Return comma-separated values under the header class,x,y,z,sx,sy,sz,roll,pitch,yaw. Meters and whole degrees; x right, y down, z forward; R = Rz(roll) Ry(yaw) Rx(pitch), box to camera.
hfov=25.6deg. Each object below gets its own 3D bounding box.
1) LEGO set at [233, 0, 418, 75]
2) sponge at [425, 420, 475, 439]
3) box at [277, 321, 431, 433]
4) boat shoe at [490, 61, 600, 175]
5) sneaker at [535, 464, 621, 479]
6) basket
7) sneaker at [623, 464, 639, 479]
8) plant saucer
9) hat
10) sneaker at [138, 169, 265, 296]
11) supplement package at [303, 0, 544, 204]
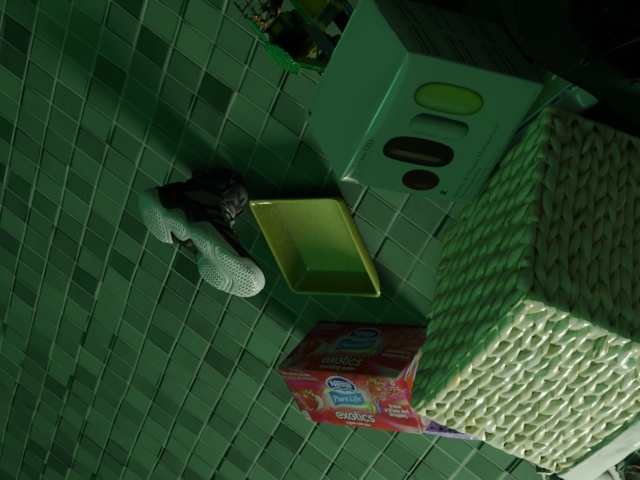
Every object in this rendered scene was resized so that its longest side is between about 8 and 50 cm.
class,x,y,z,sx,sy,sz,roll,pitch,yaw
LEGO set,-0.010,-0.367,1.808,0.331,0.192,0.255,47,164,-28
sponge,0.256,0.302,2.243,0.210,0.031,0.117,-1,167,42
box,0.076,0.220,2.297,0.257,0.128,0.122,0,126,42
boat shoe,0.252,-0.156,1.822,0.302,0.109,0.094,-38,81,44
sneaker,0.387,0.362,2.154,0.090,0.095,0.235,-7,142,36
basket,0.306,0.069,1.732,0.266,0.328,0.331,22,142,-9
sneaker,0.493,0.398,2.160,0.047,0.057,0.119,-6,120,47
plant saucer,0.000,0.000,2.221,0.188,0.045,0.188,0,126,41
hat,0.377,-0.270,1.557,0.331,0.134,0.331,20,153,10
sneaker,-0.154,-0.026,2.236,0.268,0.153,0.101,36,143,28
supplement package,0.124,-0.173,1.739,0.194,0.203,0.149,-62,35,30
